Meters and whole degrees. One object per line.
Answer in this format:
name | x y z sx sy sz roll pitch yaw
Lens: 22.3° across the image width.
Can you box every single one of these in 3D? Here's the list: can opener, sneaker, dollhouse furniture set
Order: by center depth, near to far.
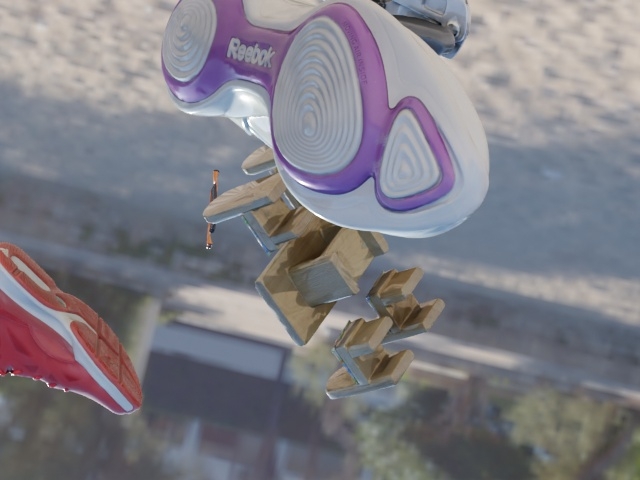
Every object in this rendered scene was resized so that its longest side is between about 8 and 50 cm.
sneaker | 0.027 -0.082 0.938 0.152 0.114 0.305 15 -166 -33
dollhouse furniture set | 0.000 0.000 1.521 0.161 0.242 0.212 -18 115 40
sneaker | -0.282 0.111 1.578 0.221 0.128 0.087 50 -168 -22
can opener | 0.044 -0.282 1.838 0.283 0.076 0.095 29 -149 29

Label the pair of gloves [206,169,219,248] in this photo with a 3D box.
pair of gloves | -0.121 -0.035 1.851 0.010 0.074 0.083 4 162 -6
